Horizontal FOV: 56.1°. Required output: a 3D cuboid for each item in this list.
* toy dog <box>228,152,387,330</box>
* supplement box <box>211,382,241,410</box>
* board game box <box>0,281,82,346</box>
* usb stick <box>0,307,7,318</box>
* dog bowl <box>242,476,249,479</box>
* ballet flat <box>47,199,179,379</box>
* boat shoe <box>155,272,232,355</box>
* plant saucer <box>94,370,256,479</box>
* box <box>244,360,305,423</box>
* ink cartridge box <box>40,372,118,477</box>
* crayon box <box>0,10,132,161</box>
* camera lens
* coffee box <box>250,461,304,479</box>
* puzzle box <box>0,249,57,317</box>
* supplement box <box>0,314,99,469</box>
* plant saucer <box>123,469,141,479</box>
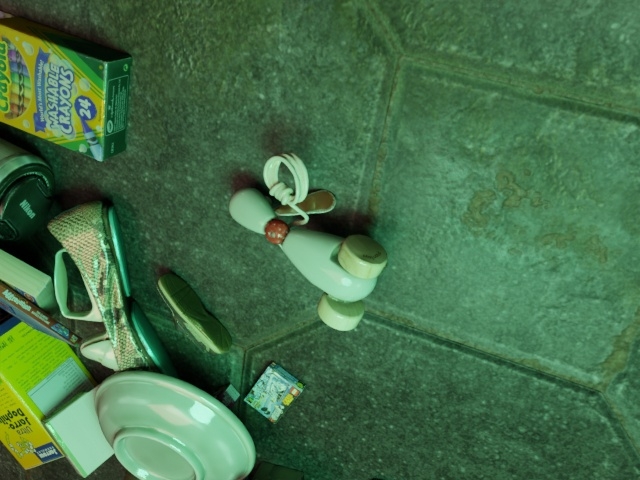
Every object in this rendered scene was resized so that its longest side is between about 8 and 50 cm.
[{"bbox_3d":[0.000,0.000,1.111,0.220,0.161,0.333,-41,80,35],"label":"toy dog"},{"bbox_3d":[-0.234,0.381,1.407,0.055,0.083,0.043,-33,99,32],"label":"supplement box"},{"bbox_3d":[-0.645,0.144,1.286,0.145,0.027,0.281,14,153,23],"label":"board game box"},{"bbox_3d":[-0.956,0.216,1.650,0.278,0.045,0.077,-24,104,31],"label":"usb stick"},{"bbox_3d":[-0.318,0.625,1.569,0.298,0.074,0.165,11,118,18],"label":"dog bowl"},{"bbox_3d":[-0.475,0.152,1.339,0.182,0.164,0.482,-18,108,-9],"label":"ballet flat"},{"bbox_3d":[-0.293,0.173,1.332,0.073,0.080,0.223,-34,103,27],"label":"boat shoe"},{"bbox_3d":[-0.347,0.463,1.355,0.401,0.100,0.400,10,129,12],"label":"plant saucer"},{"bbox_3d":[-0.106,0.348,1.371,0.094,0.027,0.137,37,123,4],"label":"box"},{"bbox_3d":[-0.540,0.442,1.498,0.056,0.235,0.171,-11,112,52],"label":"ink cartridge box"},{"bbox_3d":[-0.541,-0.310,1.196,0.323,0.083,0.203,22,121,12],"label":"crayon box"},{"bbox_3d":[-0.737,-0.124,1.288,0.274,0.219,0.219,26,122,9],"label":"camera lens"},{"bbox_3d":[-0.118,0.722,1.477,0.119,0.168,0.297,8,118,19],"label":"coffee box"},{"bbox_3d":[-0.720,0.078,1.328,0.272,0.052,0.409,31,156,-10],"label":"puzzle box"},{"bbox_3d":[-0.753,0.376,1.555,0.195,0.194,0.356,-26,102,30],"label":"supplement box"},{"bbox_3d":[-0.386,0.685,1.473,0.311,0.050,0.310,37,153,23],"label":"plant saucer"}]
